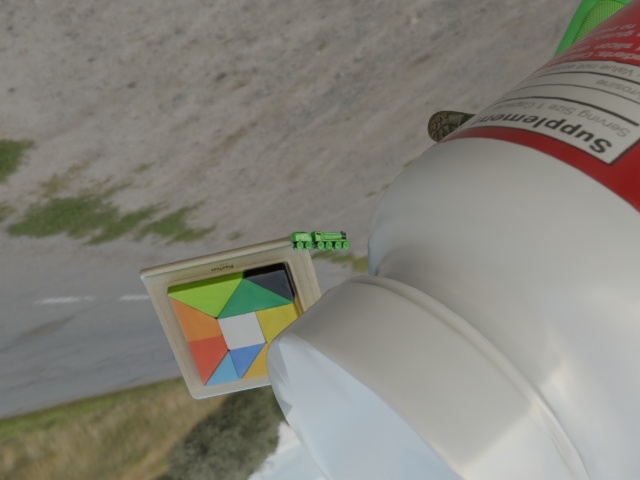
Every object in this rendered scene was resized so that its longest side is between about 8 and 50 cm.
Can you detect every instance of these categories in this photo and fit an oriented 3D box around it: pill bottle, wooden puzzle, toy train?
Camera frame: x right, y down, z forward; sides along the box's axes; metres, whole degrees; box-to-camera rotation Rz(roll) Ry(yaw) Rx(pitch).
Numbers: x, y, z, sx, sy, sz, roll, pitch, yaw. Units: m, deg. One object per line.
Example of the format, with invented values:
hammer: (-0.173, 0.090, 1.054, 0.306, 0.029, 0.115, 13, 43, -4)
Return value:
pill bottle: (0.178, 0.003, 0.476, 0.408, 0.229, 0.229, -37, 176, -23)
wooden puzzle: (-0.100, 0.113, 1.114, 0.221, 0.238, 0.044, -13, -147, 8)
toy train: (0.000, 0.000, 1.037, 0.083, 0.023, 0.017, 0, 169, -32)

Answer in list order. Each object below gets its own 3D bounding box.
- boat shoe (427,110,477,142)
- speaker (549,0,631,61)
boat shoe: (0.254, -0.164, 1.281, 0.178, 0.064, 0.060, 12, -169, 15)
speaker: (0.325, -0.178, 1.003, 0.131, 0.131, 0.296, -6, 123, -62)
